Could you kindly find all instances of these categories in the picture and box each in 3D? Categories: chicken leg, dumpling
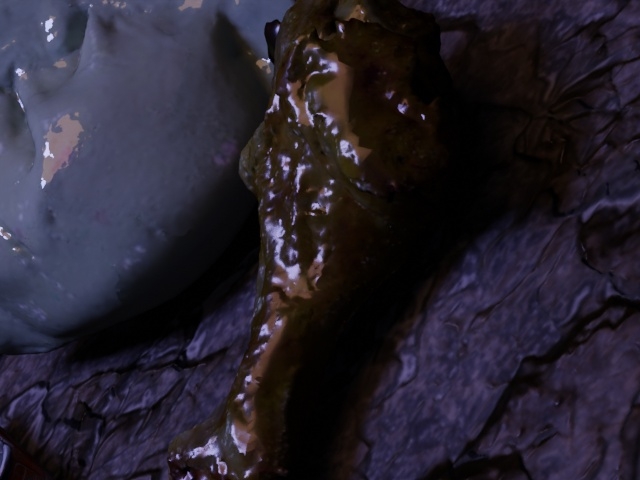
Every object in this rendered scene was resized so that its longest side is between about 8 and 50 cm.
[{"bbox_3d":[0.013,-0.008,1.229,0.211,0.140,0.361,141,140,-60],"label":"chicken leg"},{"bbox_3d":[-0.167,-0.059,1.452,0.270,0.212,0.320,32,68,22],"label":"dumpling"}]

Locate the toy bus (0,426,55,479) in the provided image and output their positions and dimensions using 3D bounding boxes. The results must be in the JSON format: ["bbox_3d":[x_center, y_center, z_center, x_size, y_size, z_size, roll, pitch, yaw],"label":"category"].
[{"bbox_3d":[-0.256,0.175,1.438,0.079,0.077,0.174,-56,33,-5],"label":"toy bus"}]
